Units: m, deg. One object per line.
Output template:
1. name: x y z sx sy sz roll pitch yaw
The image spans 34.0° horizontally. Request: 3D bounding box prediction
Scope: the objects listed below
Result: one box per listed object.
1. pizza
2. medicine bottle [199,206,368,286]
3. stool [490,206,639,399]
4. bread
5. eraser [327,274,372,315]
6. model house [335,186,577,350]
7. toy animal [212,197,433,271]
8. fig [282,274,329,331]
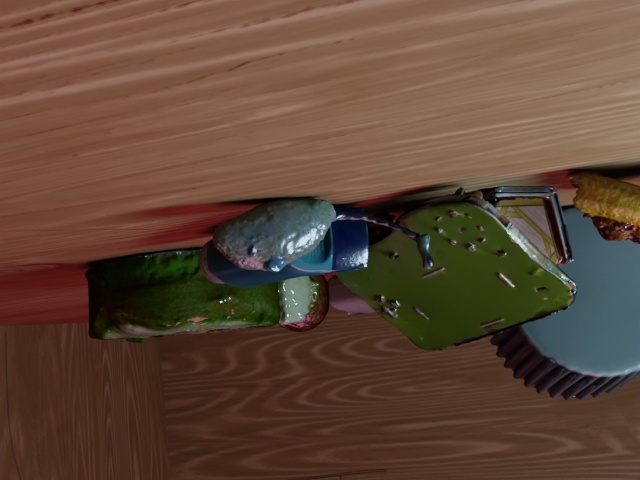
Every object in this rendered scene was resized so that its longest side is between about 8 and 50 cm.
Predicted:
1. pizza: 0.346 -0.030 1.193 0.154 0.069 0.194 12 -179 8
2. medicine bottle: -0.055 0.012 1.297 0.124 0.079 0.258 -2 174 -35
3. stool: 0.407 0.096 1.611 0.297 0.297 0.330 -6 170 5
4. bread: -0.187 0.092 1.703 0.381 0.129 0.366 -5 174 -13
5. eraser: 0.159 0.095 2.213 0.189 0.104 0.290 2 171 -28
6. model house: 0.178 -0.002 1.292 0.207 0.154 0.294 41 146 -15
7. toy animal: 0.002 -0.008 1.157 0.252 0.079 0.070 -2 -165 -22
8. fig: -0.084 0.102 1.973 0.201 0.134 0.146 12 155 -43
